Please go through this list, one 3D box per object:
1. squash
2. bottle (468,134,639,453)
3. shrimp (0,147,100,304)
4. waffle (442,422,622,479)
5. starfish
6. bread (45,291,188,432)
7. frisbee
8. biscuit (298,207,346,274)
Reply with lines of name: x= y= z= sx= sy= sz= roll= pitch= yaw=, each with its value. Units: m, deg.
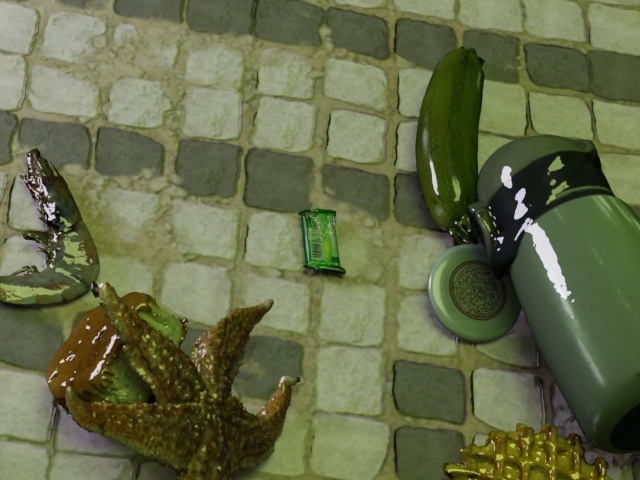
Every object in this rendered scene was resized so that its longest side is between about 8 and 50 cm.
squash: x=0.148 y=-0.120 z=1.979 sx=0.071 sy=0.080 sz=0.318 roll=-12 pitch=47 yaw=21
bottle: x=0.276 y=0.040 z=1.788 sx=0.168 sy=0.168 sz=0.347 roll=-11 pitch=54 yaw=-22
shrimp: x=-0.316 y=-0.012 z=1.802 sx=0.148 sy=0.035 sz=0.195 roll=-14 pitch=59 yaw=-21
waffle: x=0.208 y=0.271 z=1.692 sx=0.197 sy=0.070 sz=0.193 roll=41 pitch=54 yaw=14
starfish: x=-0.117 y=0.147 z=1.613 sx=0.060 sy=0.302 sz=0.299 roll=-9 pitch=58 yaw=35
bread: x=-0.201 y=0.117 z=1.669 sx=0.069 sy=0.128 sz=0.140 roll=44 pitch=48 yaw=-24
frisbee: x=0.165 y=0.056 z=1.859 sx=0.110 sy=0.014 sz=0.110 roll=6 pitch=70 yaw=-17
biscuit: x=0.000 y=0.000 z=1.880 sx=0.046 sy=0.016 sz=0.089 roll=4 pitch=53 yaw=-14
